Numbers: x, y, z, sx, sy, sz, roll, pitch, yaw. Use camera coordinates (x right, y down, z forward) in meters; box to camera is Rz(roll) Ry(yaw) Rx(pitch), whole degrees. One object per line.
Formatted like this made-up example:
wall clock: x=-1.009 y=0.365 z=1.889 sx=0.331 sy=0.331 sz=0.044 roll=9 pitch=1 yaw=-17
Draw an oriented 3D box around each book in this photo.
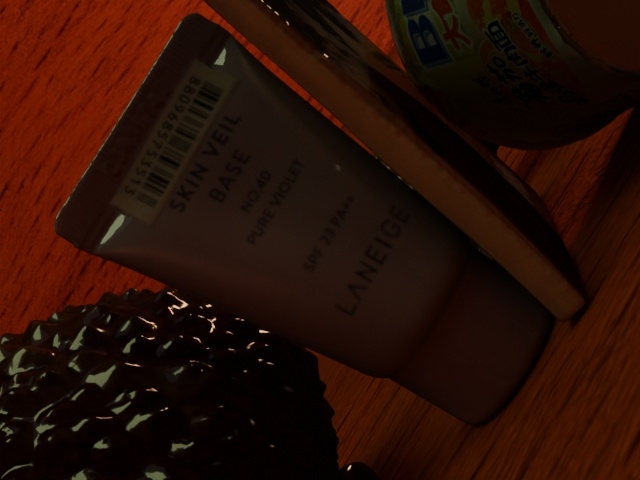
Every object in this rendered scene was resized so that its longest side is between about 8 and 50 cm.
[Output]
book: x=0.009 y=-0.115 z=0.867 sx=0.028 sy=0.374 sz=0.262 roll=-47 pitch=9 yaw=12

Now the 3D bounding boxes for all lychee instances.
lychee: x=-0.123 y=0.173 z=0.911 sx=0.306 sy=0.330 sz=0.306 roll=-178 pitch=90 yaw=-85

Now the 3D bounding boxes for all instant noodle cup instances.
instant noodle cup: x=0.159 y=-0.158 z=0.840 sx=0.205 sy=0.205 sz=0.153 roll=-59 pitch=17 yaw=-13

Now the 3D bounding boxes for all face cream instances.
face cream: x=0.000 y=0.000 z=0.822 sx=0.154 sy=0.274 sz=0.096 roll=-59 pitch=7 yaw=-6

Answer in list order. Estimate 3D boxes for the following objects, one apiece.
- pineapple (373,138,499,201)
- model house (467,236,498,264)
pineapple: x=0.129 y=-0.098 z=1.103 sx=0.277 sy=0.119 sz=0.130 roll=-56 pitch=-38 yaw=0
model house: x=0.107 y=0.014 z=0.941 sx=0.058 sy=0.057 sz=0.083 roll=-61 pitch=3 yaw=16
